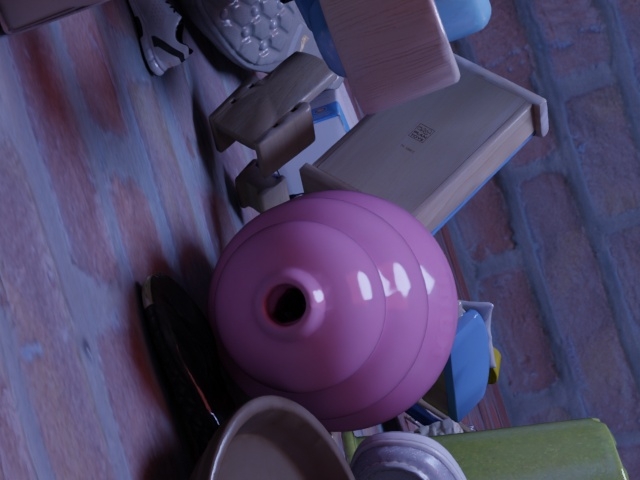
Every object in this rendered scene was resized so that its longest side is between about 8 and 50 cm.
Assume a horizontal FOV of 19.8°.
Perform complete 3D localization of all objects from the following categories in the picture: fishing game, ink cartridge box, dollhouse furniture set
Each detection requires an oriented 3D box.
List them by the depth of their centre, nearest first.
[{"bbox_3d":[0.079,-0.021,1.817,0.286,0.198,0.303,31,-30,31],"label":"dollhouse furniture set"},{"bbox_3d":[-0.008,-0.131,2.117,0.143,0.092,0.090,-91,161,-58],"label":"ink cartridge box"},{"bbox_3d":[0.161,0.227,2.235,0.189,0.041,0.264,31,-9,20],"label":"fishing game"}]

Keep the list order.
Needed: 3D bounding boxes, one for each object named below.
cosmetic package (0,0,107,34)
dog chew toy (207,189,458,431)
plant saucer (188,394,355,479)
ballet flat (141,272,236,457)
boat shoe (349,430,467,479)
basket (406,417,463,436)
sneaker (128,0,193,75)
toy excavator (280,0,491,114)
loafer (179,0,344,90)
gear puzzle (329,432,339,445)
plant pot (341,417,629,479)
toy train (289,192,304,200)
[{"bbox_3d":[-0.155,-0.250,1.371,0.296,0.153,0.129,-69,139,-77],"label":"cosmetic package"},{"bbox_3d":[0.002,0.055,1.478,0.332,0.206,0.207,21,51,-81],"label":"dog chew toy"},{"bbox_3d":[-0.027,0.250,1.313,0.278,0.041,0.278,43,40,-52],"label":"plant saucer"},{"bbox_3d":[-0.099,0.107,1.378,0.057,0.049,0.173,-19,85,-53],"label":"ballet flat"},{"bbox_3d":[0.078,0.313,1.528,0.103,0.118,0.320,-73,162,-67],"label":"boat shoe"},{"bbox_3d":[0.130,0.291,2.050,0.167,0.113,0.103,-92,159,-61],"label":"basket"},{"bbox_3d":[-0.145,-0.204,1.644,0.040,0.043,0.109,9,61,-77],"label":"sneaker"},{"bbox_3d":[0.055,-0.238,1.577,0.433,0.222,0.445,59,11,-61],"label":"toy excavator"},{"bbox_3d":[-0.072,-0.235,1.966,0.319,0.111,0.112,28,85,-62],"label":"loafer"},{"bbox_3d":[-0.011,0.291,1.496,0.339,0.044,0.175,-73,153,-67],"label":"gear puzzle"},{"bbox_3d":[0.174,0.287,1.768,0.276,0.253,0.276,-14,90,-90],"label":"plant pot"},{"bbox_3d":[0.000,0.000,1.986,0.184,0.080,0.105,39,43,-76],"label":"toy train"}]
